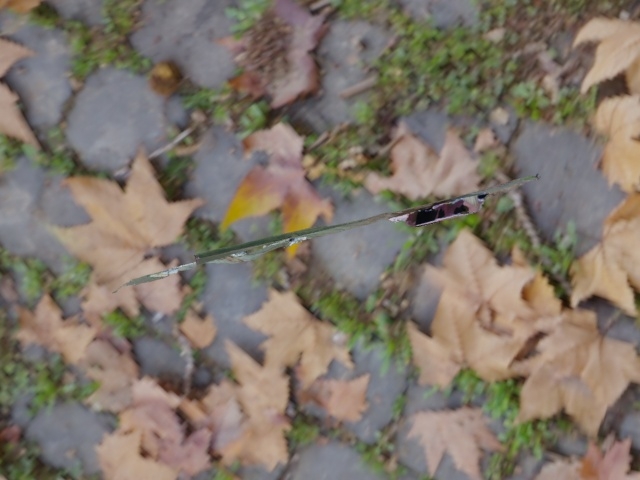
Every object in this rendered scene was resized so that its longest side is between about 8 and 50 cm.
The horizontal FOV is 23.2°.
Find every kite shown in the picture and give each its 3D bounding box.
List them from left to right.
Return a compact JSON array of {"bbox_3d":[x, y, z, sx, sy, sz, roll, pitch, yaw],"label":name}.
[{"bbox_3d":[0.000,-0.002,0.788,0.250,0.229,0.012,-13,88,30],"label":"kite"}]
